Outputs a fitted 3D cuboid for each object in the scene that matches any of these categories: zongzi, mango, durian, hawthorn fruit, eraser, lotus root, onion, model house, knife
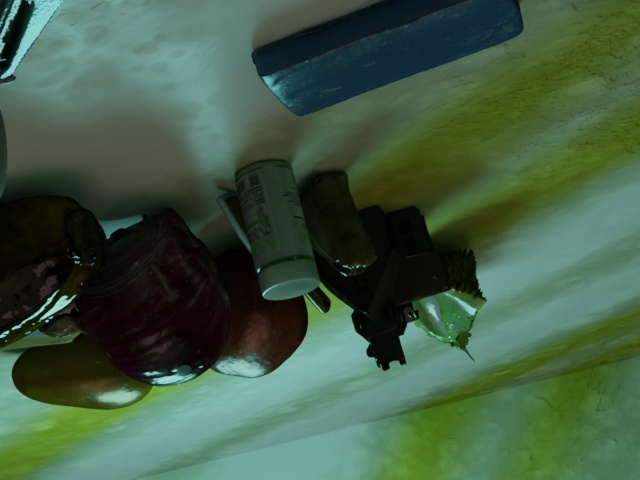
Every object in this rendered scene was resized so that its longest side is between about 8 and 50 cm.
[{"bbox_3d":[0.000,0.000,1.993,0.078,0.160,0.176,-5,158,-37],"label":"zongzi"},{"bbox_3d":[-0.422,0.235,2.373,0.254,0.139,0.175,-1,154,-18],"label":"mango"},{"bbox_3d":[0.225,0.116,2.456,0.157,0.169,0.355,-16,159,-3],"label":"durian"},{"bbox_3d":[-0.119,0.098,2.144,0.210,0.210,0.262,-9,143,-15],"label":"hawthorn fruit"},{"bbox_3d":[0.085,-0.235,1.576,0.312,0.042,0.144,-19,160,12],"label":"eraser"},{"bbox_3d":[-0.457,0.063,1.807,0.397,0.179,0.196,-25,156,24],"label":"lotus root"},{"bbox_3d":[-0.242,0.105,1.930,0.256,0.230,0.272,24,111,-41],"label":"onion"},{"bbox_3d":[0.112,0.087,2.180,0.204,0.243,0.211,-18,160,11],"label":"model house"},{"bbox_3d":[-0.066,0.025,2.027,0.027,0.061,0.343,-4,143,31],"label":"knife"}]

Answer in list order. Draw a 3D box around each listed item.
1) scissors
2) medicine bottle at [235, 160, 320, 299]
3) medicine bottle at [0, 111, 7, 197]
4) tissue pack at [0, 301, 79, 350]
[{"bbox_3d":[-0.257,-0.260,1.281,0.180,0.032,0.393,-1,156,-34],"label":"scissors"},{"bbox_3d":[-0.062,-0.015,1.868,0.086,0.183,0.086,-12,161,-4],"label":"medicine bottle"},{"bbox_3d":[-0.462,-0.095,1.437,0.215,0.135,0.135,-4,158,-28],"label":"medicine bottle"},{"bbox_3d":[-0.472,0.111,2.066,0.222,0.090,0.186,-3,158,-30],"label":"tissue pack"}]
